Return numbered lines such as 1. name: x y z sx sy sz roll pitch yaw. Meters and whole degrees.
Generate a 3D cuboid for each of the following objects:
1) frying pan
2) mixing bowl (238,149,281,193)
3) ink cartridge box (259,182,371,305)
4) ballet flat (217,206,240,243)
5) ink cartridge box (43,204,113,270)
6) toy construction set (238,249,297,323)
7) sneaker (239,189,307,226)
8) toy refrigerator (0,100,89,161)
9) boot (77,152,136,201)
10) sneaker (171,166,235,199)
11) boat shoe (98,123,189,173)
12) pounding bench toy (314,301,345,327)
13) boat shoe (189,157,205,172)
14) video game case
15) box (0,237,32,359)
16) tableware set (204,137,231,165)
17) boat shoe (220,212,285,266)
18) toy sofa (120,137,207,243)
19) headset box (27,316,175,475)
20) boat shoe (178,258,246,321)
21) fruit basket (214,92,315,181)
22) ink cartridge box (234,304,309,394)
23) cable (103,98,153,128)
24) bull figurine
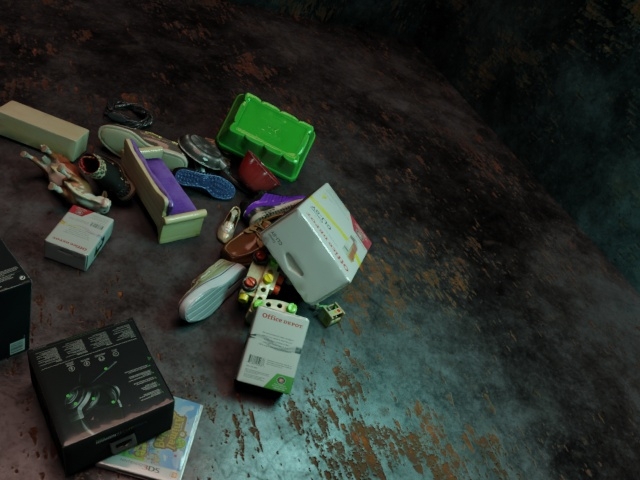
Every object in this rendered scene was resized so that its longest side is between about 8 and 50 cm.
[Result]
1. frying pan: -0.402 -0.295 2.084 0.326 0.053 0.197 45 21 18
2. mixing bowl: -0.245 -0.244 2.114 0.181 0.098 0.181 47 6 -6
3. ink cartridge box: 0.000 0.000 1.807 0.279 0.160 0.385 54 22 -6
4. ballet flat: -0.316 -0.059 1.930 0.057 0.052 0.168 20 40 -9
5. ink cartridge box: -0.708 -0.009 1.637 0.127 0.072 0.175 22 39 -7
6. toy construction set: -0.135 0.150 1.720 0.215 0.151 0.328 23 39 -5
7. sneaker: -0.171 -0.139 2.061 0.293 0.102 0.146 -18 56 -41
8. toy refrigerator: -0.943 -0.367 1.892 0.269 0.094 0.102 21 32 -8
9. boot: -0.711 -0.238 1.797 0.236 0.085 0.178 42 -4 29
10. sneaker: -0.424 -0.215 2.022 0.232 0.081 0.090 19 8 -30
11. boat shoe: -0.633 -0.343 2.023 0.324 0.117 0.097 20 34 -14
12. pounding bench toy: 0.028 0.228 1.805 0.065 0.052 0.083 -17 55 -41
13. boat shoe: -0.477 -0.297 2.108 0.040 0.049 0.142 -7 52 -34
14. video game case: -0.399 0.460 1.330 0.193 0.023 0.212 20 39 -9
15. box: -0.765 0.133 1.298 0.103 0.261 0.184 -22 59 -43
16. tableware set: -0.415 -0.354 2.229 0.141 0.020 0.169 21 39 -7
17. boat shoe: -0.202 -0.020 1.897 0.122 0.120 0.324 41 41 17
18. toy sofa: -0.525 -0.179 1.849 0.150 0.177 0.362 -14 53 -39
19. headset box: -0.498 0.352 1.279 0.246 0.131 0.283 -17 51 -34
20. boat shoe: -0.337 0.146 1.670 0.094 0.109 0.302 21 27 18
21. fruit basket: -0.218 -0.430 2.288 0.392 0.392 0.283 25 81 -3
22. ink cartridge box: -0.133 0.298 1.530 0.153 0.087 0.208 19 76 -10
23. cable: -0.747 -0.496 2.187 0.184 0.047 0.151 15 35 -10
24. bull figurine: -0.786 -0.185 1.736 0.310 0.188 0.101 36 81 24
